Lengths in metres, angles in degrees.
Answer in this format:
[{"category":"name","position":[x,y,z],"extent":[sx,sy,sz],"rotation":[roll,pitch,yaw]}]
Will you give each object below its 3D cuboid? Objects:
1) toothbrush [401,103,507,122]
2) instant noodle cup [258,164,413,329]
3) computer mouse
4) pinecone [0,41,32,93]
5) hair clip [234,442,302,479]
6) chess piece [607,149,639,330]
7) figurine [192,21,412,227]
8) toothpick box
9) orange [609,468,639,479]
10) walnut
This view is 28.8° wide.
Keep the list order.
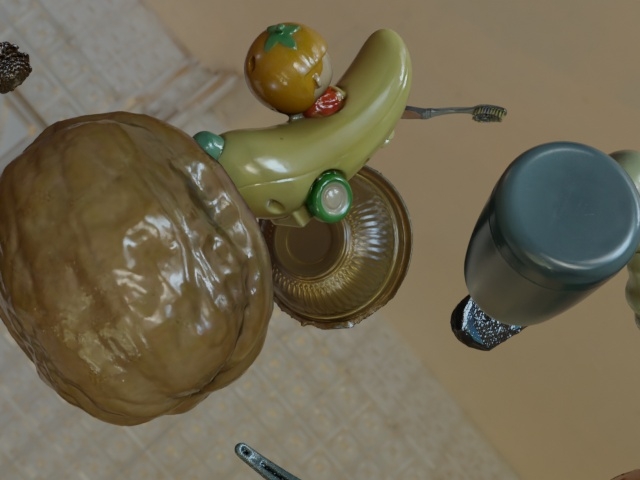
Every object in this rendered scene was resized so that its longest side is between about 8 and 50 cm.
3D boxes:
[{"category":"toothbrush","position":[0.146,-0.229,2.226],"extent":[0.375,0.028,0.037],"rotation":[3,-142,19]},{"category":"instant noodle cup","position":[0.000,0.000,1.921],"extent":[0.274,0.274,0.091],"rotation":[-38,160,16]},{"category":"computer mouse","position":[0.217,0.097,1.614],"extent":[0.135,0.079,0.047],"rotation":[-16,-175,-30]},{"category":"pinecone","position":[-0.453,-0.248,1.767],"extent":[0.077,0.077,0.083],"rotation":[-41,-130,-12]},{"category":"hair clip","position":[-0.019,0.398,1.940],"extent":[0.048,0.275,0.083],"rotation":[-57,164,-24]},{"category":"chess piece","position":[0.453,-0.008,1.722],"extent":[0.144,0.251,0.144],"rotation":[-28,-162,10]},{"category":"figurine","position":[-0.018,-0.157,1.495],"extent":[0.324,0.222,0.124],"rotation":[-46,-154,-23]},{"category":"toothpick box","position":[0.186,0.004,1.045],"extent":[0.120,0.120,0.184],"rotation":[-42,169,-18]},{"category":"orange","position":[0.348,0.354,1.266],"extent":[0.246,0.246,0.246],"rotation":[-39,-174,5]},{"category":"walnut","position":[-0.212,0.023,1.343],"extent":[0.306,0.344,0.306],"rotation":[-25,170,-5]}]
